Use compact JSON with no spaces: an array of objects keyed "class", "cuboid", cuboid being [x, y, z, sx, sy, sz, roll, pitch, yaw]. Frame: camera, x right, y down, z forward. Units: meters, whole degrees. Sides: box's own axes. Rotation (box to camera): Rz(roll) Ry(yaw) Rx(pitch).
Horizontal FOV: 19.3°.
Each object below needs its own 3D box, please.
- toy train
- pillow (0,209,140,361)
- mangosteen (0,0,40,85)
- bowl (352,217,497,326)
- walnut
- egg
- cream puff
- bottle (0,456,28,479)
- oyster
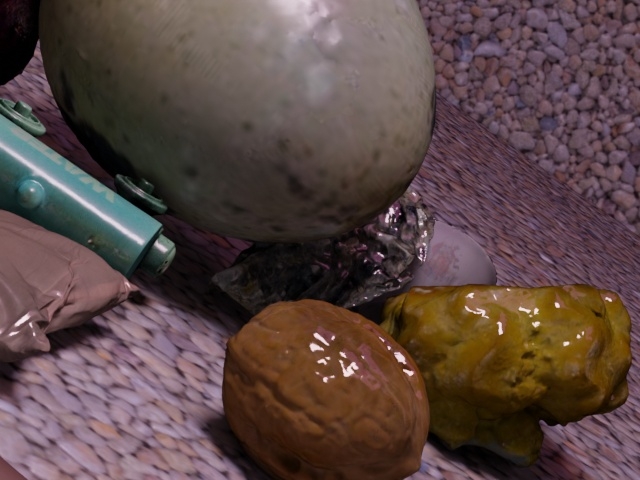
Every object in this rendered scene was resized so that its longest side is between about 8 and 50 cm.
[{"class":"toy train","cuboid":[-0.241,-0.044,1.660,0.248,0.101,0.159,33,6,0]},{"class":"pillow","cuboid":[-0.254,0.031,1.478,0.173,0.067,0.270,28,14,5]},{"class":"mangosteen","cuboid":[-0.355,-0.264,1.878,0.211,0.250,0.211,23,-25,11]},{"class":"bowl","cuboid":[0.089,0.057,2.027,0.189,0.189,0.086,29,56,-15]},{"class":"walnut","cuboid":[0.008,0.132,1.534,0.184,0.155,0.155,40,16,19]},{"class":"egg","cuboid":[-0.074,-0.178,1.800,0.428,0.345,0.345,41,16,21]},{"class":"cream puff","cuboid":[0.180,0.136,1.887,0.282,0.185,0.282,-3,-6,0]},{"class":"bottle","cuboid":[-0.221,0.150,1.172,0.140,0.053,0.053,36,15,15]},{"class":"oyster","cuboid":[-0.001,0.002,1.902,0.252,0.087,0.199,1,43,-14]}]
